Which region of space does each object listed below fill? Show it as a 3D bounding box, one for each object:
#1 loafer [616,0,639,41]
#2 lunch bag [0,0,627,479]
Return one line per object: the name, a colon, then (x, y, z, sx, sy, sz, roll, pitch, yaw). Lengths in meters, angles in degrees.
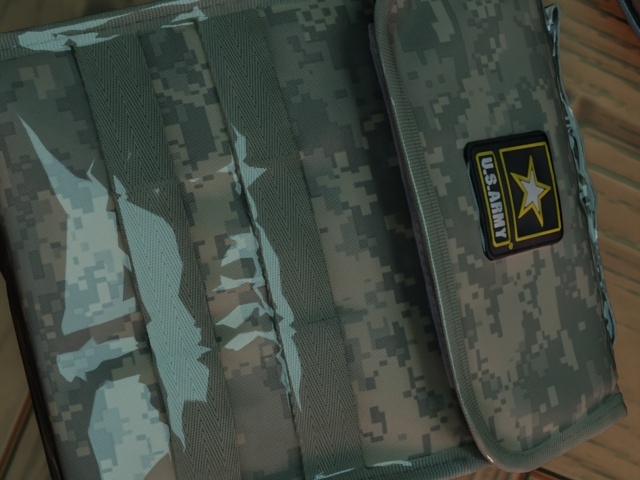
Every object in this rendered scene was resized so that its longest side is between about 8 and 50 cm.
loafer: (0.173, -0.204, 0.779, 0.096, 0.084, 0.268, -9, 94, -7)
lunch bag: (0.000, 0.000, 0.770, 0.287, 0.169, 0.235, -13, 92, -14)
